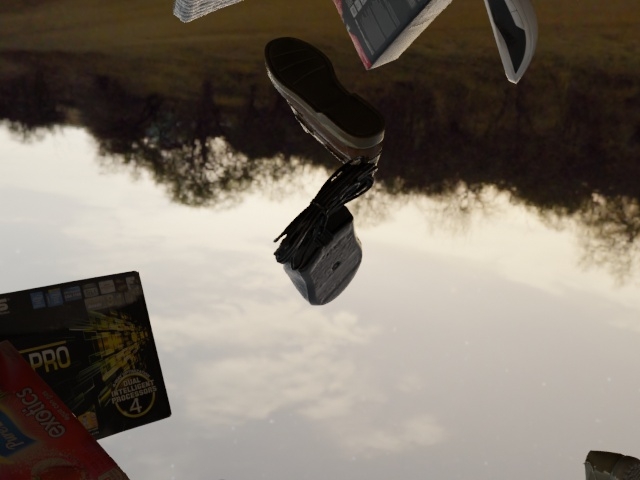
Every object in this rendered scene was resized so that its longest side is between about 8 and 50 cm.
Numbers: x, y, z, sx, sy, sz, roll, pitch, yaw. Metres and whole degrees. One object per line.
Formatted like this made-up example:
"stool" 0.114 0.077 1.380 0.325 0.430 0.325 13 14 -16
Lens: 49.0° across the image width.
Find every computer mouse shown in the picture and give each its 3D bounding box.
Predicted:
"computer mouse" 0.176 -0.248 0.677 0.042 0.193 0.106 -16 -156 19
"computer mouse" 0.000 0.000 0.998 0.072 0.188 0.272 37 161 22

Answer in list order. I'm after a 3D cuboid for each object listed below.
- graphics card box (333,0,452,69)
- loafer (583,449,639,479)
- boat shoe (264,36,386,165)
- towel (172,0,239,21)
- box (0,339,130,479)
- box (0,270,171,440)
"graphics card box" 0.145 -0.531 1.423 0.094 0.232 0.371 -24 177 -20
"loafer" 0.481 0.438 1.154 0.094 0.251 0.087 -24 -152 -27
"boat shoe" -0.006 -0.234 1.221 0.111 0.104 0.307 -25 -122 -18
"towel" -0.150 -0.529 1.279 0.284 0.121 0.235 -27 -177 -13
"box" -0.358 0.274 0.821 0.142 0.154 0.300 -24 -136 -39
"box" -0.514 0.247 1.364 0.395 0.318 0.097 -9 170 -39
